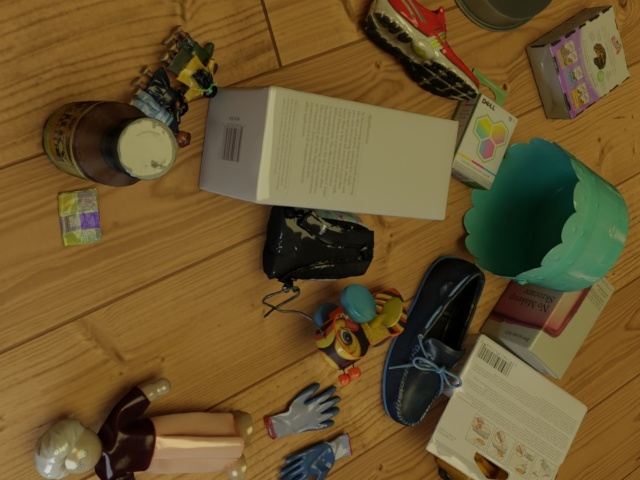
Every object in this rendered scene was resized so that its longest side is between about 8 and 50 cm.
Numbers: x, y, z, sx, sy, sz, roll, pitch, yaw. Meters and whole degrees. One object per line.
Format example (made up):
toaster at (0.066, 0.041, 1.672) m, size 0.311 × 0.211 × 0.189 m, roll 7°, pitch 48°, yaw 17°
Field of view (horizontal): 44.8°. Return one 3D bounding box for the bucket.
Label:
bucket at (0.433, -0.037, 1.489) m, size 0.183 × 0.281 × 0.281 m, roll 21°, pitch 88°, yaw -32°

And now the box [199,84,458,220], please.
box at (0.013, -0.137, 1.240) m, size 0.345 × 0.215 × 0.168 m, roll 4°, pitch 96°, yaw -32°

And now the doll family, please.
doll family at (-0.214, -0.226, 1.174) m, size 0.111 × 0.076 × 0.193 m, roll 42°, pitch 82°, yaw -35°

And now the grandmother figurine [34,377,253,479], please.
grandmother figurine at (-0.274, 0.319, 1.223) m, size 0.342 × 0.104 × 0.208 m, roll 6°, pitch 87°, yaw -35°

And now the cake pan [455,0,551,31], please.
cake pan at (0.360, -0.548, 1.470) m, size 0.293 × 0.054 × 0.293 m, roll -6°, pitch 102°, yaw -31°

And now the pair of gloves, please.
pair of gloves at (-0.019, 0.366, 1.431) m, size 0.159 × 0.023 × 0.198 m, roll -20°, pitch 108°, yaw -25°

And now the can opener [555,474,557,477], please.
can opener at (0.472, 0.484, 1.740) m, size 0.059 × 0.073 × 0.186 m, roll -35°, pitch 119°, yaw 22°

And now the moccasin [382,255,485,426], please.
moccasin at (0.215, 0.195, 1.483) m, size 0.138 × 0.117 × 0.342 m, roll 15°, pitch 91°, yaw -32°

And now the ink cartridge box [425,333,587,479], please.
ink cartridge box at (0.369, 0.375, 1.575) m, size 0.296 × 0.066 × 0.261 m, roll 35°, pitch 73°, yaw -12°

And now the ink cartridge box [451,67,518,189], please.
ink cartridge box at (0.310, -0.215, 1.497) m, size 0.109 × 0.062 × 0.209 m, roll 26°, pitch 85°, yaw -31°

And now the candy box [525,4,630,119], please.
candy box at (0.534, -0.367, 1.600) m, size 0.196 × 0.070 × 0.165 m, roll -34°, pitch 115°, yaw -21°

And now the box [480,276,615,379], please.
box at (0.470, 0.145, 1.611) m, size 0.127 × 0.148 × 0.232 m, roll 42°, pitch 77°, yaw -29°

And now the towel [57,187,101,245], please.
towel at (-0.358, -0.035, 1.155) m, size 0.060 × 0.009 × 0.083 m, roll -7°, pitch 103°, yaw -31°

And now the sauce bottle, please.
sauce bottle at (-0.272, -0.126, 0.993) m, size 0.111 × 0.344 × 0.111 m, roll -5°, pitch 99°, yaw -30°

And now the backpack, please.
backpack at (0.000, 0.000, 1.313) m, size 0.182 × 0.115 × 0.152 m, roll 2°, pitch 118°, yaw -23°

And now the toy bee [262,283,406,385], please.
toy bee at (0.044, 0.169, 1.341) m, size 0.298 × 0.195 × 0.162 m, roll -10°, pitch 66°, yaw -26°

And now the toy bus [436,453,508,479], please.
toy bus at (0.381, 0.544, 1.656) m, size 0.130 × 0.108 × 0.332 m, roll -44°, pitch 118°, yaw -17°

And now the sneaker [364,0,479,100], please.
sneaker at (0.203, -0.355, 1.386) m, size 0.279 × 0.107 × 0.118 m, roll 36°, pitch 71°, yaw -34°
